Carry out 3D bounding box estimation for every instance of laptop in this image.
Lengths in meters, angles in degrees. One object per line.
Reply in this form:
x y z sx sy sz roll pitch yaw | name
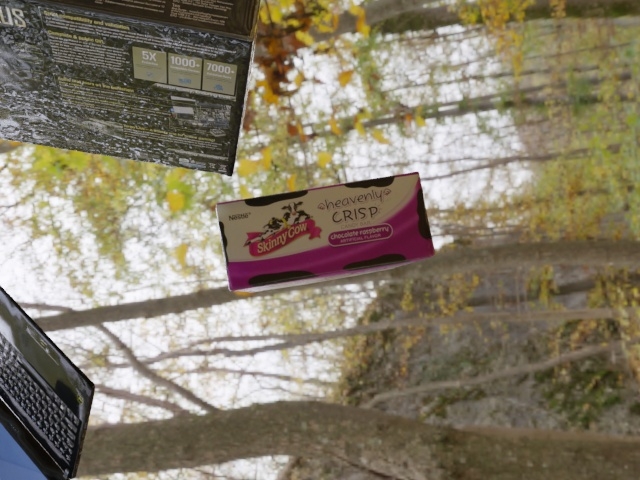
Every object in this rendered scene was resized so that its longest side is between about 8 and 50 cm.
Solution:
-0.416 0.221 0.938 0.136 0.234 0.264 -22 -38 -48 | laptop

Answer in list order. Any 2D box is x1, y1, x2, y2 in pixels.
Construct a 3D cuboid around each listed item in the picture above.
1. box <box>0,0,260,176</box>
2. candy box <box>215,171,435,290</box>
-0.130 -0.119 0.457 0.147 0.180 0.077 112 165 -64 | box
0.000 0.000 0.679 0.233 0.159 0.071 116 145 -85 | candy box
